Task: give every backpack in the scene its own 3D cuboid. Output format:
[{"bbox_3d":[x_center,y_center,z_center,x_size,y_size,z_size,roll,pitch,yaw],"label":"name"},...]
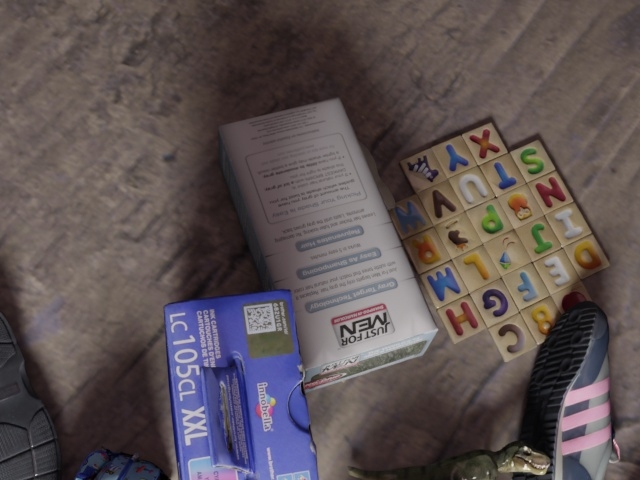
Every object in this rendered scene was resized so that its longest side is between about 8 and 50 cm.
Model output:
[{"bbox_3d":[-0.259,0.332,1.134,0.116,0.173,0.158,27,72,0],"label":"backpack"}]

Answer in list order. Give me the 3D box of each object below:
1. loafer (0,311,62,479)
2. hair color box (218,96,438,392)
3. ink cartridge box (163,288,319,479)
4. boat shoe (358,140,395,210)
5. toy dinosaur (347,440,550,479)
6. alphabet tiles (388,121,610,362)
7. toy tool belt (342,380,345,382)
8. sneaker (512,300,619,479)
[{"bbox_3d":[-0.416,0.232,1.197,0.109,0.095,0.303,-10,78,-44],"label":"loafer"},{"bbox_3d":[0.000,0.000,1.282,0.185,0.114,0.375,-16,66,-13],"label":"hair color box"},{"bbox_3d":[-0.095,0.219,1.078,0.151,0.395,0.270,-6,74,-11],"label":"ink cartridge box"},{"bbox_3d":[0.068,-0.094,1.389,0.046,0.038,0.125,-12,71,-57],"label":"boat shoe"},{"bbox_3d":[0.178,0.343,1.260,0.268,0.064,0.118,-9,90,5],"label":"toy dinosaur"},{"bbox_3d":[0.270,-0.004,1.410,0.285,0.011,0.343,-24,78,-16],"label":"alphabet tiles"},{"bbox_3d":[0.036,0.154,1.302,0.051,0.052,0.083,-15,76,-22],"label":"toy tool belt"},{"bbox_3d":[0.368,0.249,1.313,0.131,0.112,0.319,25,73,-19],"label":"sneaker"}]
